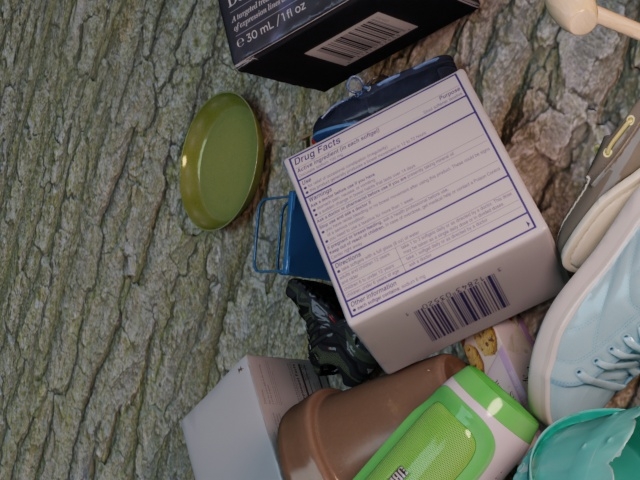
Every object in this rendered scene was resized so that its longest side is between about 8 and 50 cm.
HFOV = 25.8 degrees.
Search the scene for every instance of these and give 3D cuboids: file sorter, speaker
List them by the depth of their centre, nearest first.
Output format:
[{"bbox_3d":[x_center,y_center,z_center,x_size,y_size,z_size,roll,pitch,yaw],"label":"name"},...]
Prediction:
[{"bbox_3d":[0.117,0.289,1.624,0.296,0.131,0.131,-50,42,4],"label":"speaker"},{"bbox_3d":[0.000,0.000,2.029,0.104,0.170,0.118,-3,81,57],"label":"file sorter"}]

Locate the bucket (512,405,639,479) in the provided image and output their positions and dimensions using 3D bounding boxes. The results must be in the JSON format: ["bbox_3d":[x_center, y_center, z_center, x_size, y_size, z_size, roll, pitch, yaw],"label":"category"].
[{"bbox_3d":[0.338,0.296,1.441,0.183,0.281,0.281,-22,66,55],"label":"bucket"}]

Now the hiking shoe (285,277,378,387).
[{"bbox_3d":[0.004,0.140,2.061,0.227,0.086,0.114,43,113,47],"label":"hiking shoe"}]

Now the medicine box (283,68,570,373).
[{"bbox_3d":[0.131,-0.026,1.771,0.263,0.149,0.289,-26,52,6],"label":"medicine box"}]

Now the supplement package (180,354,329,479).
[{"bbox_3d":[-0.074,0.336,2.077,0.204,0.145,0.262,-47,48,37],"label":"supplement package"}]

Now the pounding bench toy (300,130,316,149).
[{"bbox_3d":[-0.004,-0.135,2.156,0.083,0.052,0.065,-19,68,50],"label":"pounding bench toy"}]

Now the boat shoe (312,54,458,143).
[{"bbox_3d":[0.101,-0.195,2.009,0.258,0.109,0.089,-13,65,34],"label":"boat shoe"}]

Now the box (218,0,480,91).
[{"bbox_3d":[0.007,-0.457,1.965,0.293,0.212,0.395,-26,70,34],"label":"box"}]

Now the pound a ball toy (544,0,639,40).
[{"bbox_3d":[0.384,-0.298,1.447,0.208,0.319,0.136,-57,43,30],"label":"pound a ball toy"}]

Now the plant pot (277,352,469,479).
[{"bbox_3d":[0.113,0.266,1.792,0.229,0.263,0.263,-36,53,20],"label":"plant pot"}]

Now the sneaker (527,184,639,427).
[{"bbox_3d":[0.359,0.088,1.558,0.150,0.135,0.366,51,124,49],"label":"sneaker"}]

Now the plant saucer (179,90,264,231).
[{"bbox_3d":[-0.162,-0.133,2.380,0.241,0.037,0.241,-16,70,51],"label":"plant saucer"}]

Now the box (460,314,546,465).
[{"bbox_3d":[0.227,0.134,1.783,0.067,0.063,0.324,-50,47,36],"label":"box"}]

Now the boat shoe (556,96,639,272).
[{"bbox_3d":[0.371,-0.093,1.606,0.305,0.109,0.091,-53,44,24],"label":"boat shoe"}]
